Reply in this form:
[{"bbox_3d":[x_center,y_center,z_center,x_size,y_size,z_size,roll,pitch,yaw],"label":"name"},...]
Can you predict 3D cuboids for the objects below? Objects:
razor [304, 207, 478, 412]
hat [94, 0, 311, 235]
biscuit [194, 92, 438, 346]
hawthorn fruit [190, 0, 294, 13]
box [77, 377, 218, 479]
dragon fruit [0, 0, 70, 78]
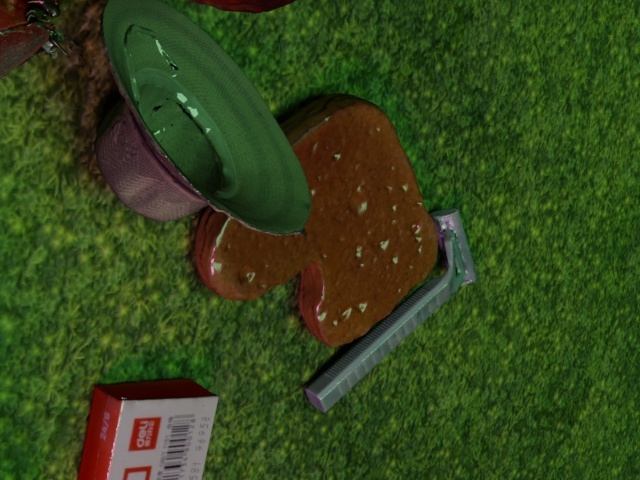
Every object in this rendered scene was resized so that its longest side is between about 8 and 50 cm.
[{"bbox_3d":[0.088,0.090,1.388,0.278,0.056,0.111,-46,134,-28],"label":"razor"},{"bbox_3d":[-0.127,-0.077,1.042,0.110,0.252,0.252,-34,144,21],"label":"hat"},{"bbox_3d":[-0.001,-0.001,1.263,0.262,0.052,0.277,-48,133,-20],"label":"biscuit"},{"bbox_3d":[-0.066,-0.329,0.918,0.254,0.254,0.300,11,106,-49],"label":"hawthorn fruit"},{"bbox_3d":[-0.173,0.247,1.158,0.123,0.050,0.229,4,101,-47],"label":"box"},{"bbox_3d":[-0.264,-0.159,0.865,0.138,0.142,0.175,-37,114,10],"label":"dragon fruit"}]
